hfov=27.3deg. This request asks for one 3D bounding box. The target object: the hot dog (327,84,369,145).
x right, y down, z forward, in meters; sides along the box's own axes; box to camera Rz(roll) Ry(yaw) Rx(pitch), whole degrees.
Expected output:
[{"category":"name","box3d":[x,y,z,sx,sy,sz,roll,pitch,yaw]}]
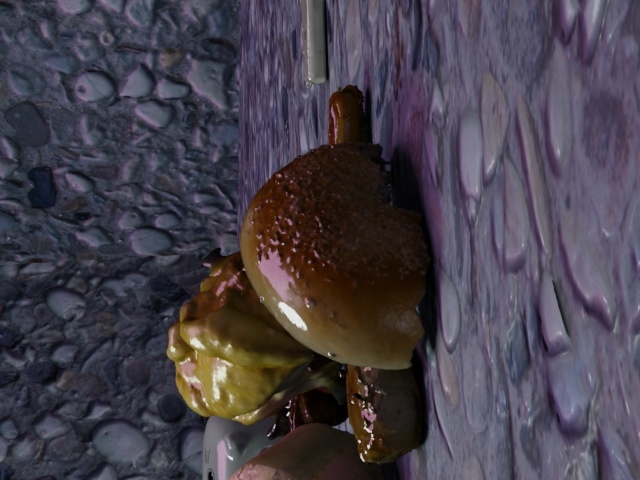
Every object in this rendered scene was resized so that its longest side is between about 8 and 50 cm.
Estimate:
[{"category":"hot dog","box3d":[0.038,-0.119,1.792,0.072,0.055,0.188,-103,12,-69]}]

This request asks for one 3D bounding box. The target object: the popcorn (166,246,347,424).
[{"category":"popcorn","box3d":[-0.071,0.111,1.795,0.281,0.297,0.316,46,151,23]}]

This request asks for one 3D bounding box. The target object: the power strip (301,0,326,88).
[{"category":"power strip","box3d":[-0.011,-0.347,2.162,0.081,0.035,0.192,-145,52,-80]}]

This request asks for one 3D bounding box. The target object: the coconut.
[{"category":"coconut","box3d":[-0.029,0.379,1.721,0.245,0.233,0.233,-35,-50,-54]}]

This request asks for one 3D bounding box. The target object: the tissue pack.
[{"category":"tissue pack","box3d":[-0.107,0.472,2.492,0.236,0.229,0.333,168,98,-83]}]

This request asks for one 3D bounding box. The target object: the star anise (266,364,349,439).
[{"category":"star anise","box3d":[0.007,0.225,2.068,0.272,0.102,0.272,-53,25,38]}]

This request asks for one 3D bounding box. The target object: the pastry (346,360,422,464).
[{"category":"pastry","box3d":[0.073,0.189,1.552,0.153,0.081,0.153,169,90,-84]}]

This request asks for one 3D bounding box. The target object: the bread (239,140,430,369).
[{"category":"bread","box3d":[0.007,-0.006,1.504,0.314,0.192,0.171,-97,20,-46]}]
